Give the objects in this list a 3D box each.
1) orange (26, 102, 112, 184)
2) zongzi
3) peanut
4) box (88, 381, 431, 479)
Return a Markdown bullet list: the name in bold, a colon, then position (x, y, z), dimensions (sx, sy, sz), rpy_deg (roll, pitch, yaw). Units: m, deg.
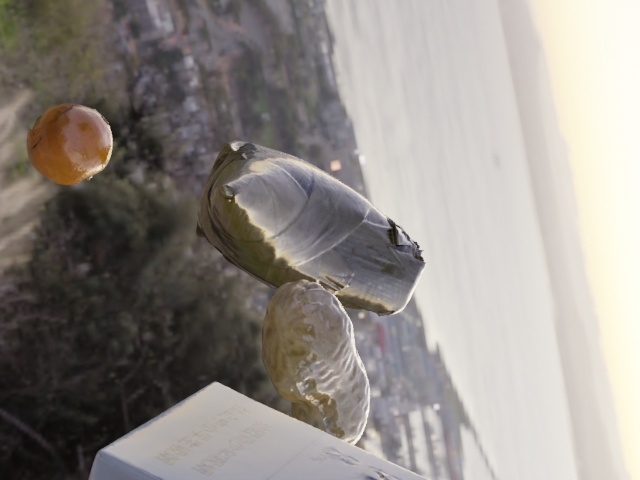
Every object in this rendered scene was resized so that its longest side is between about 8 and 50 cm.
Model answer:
- **orange**: position (-0.243, -0.093, 1.154), dimensions (0.083, 0.084, 0.083), rpy_deg (-11, 90, -78)
- **zongzi**: position (0.000, 0.000, 1.289), dimensions (0.145, 0.274, 0.300), rpy_deg (-64, -172, 0)
- **peanut**: position (-0.004, 0.109, 0.979), dimensions (0.080, 0.080, 0.174), rpy_deg (-83, 160, -53)
- **box**: position (-0.001, 0.177, 0.704), dimensions (0.155, 0.243, 0.067), rpy_deg (-25, 134, -64)
